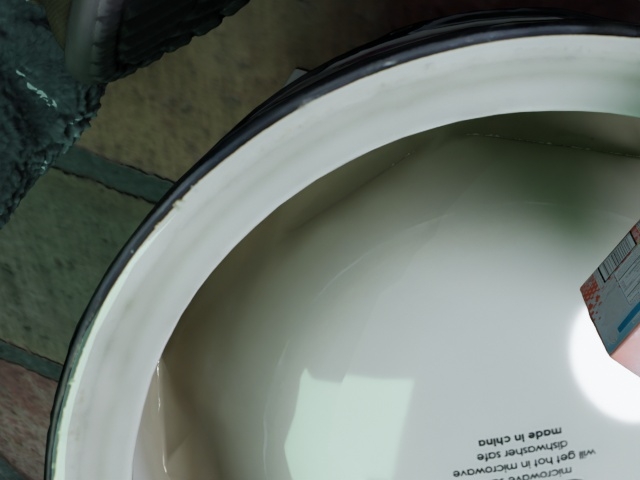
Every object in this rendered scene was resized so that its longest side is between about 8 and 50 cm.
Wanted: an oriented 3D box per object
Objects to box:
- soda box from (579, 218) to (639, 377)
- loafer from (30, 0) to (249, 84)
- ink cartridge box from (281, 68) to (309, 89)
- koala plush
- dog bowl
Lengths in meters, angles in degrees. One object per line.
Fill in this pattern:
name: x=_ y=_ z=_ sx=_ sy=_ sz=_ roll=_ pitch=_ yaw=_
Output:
soda box: x=0.175 y=-0.021 z=0.612 sx=0.063 sy=0.058 sz=0.183 roll=33 pitch=108 yaw=-17
loafer: x=-0.064 y=-0.213 z=0.683 sx=0.130 sy=0.133 sz=0.366 roll=45 pitch=144 yaw=20
ink cartridge box: x=0.000 y=0.000 z=0.902 sx=0.089 sy=0.143 sz=0.092 roll=17 pitch=148 yaw=22
koala plush: x=-0.219 y=-0.094 z=0.957 sx=0.196 sy=0.203 sz=0.221 roll=47 pitch=168 yaw=-12
dog bowl: x=0.089 y=0.083 z=0.765 sx=0.407 sy=0.150 sz=0.408 roll=-1 pitch=112 yaw=-2
